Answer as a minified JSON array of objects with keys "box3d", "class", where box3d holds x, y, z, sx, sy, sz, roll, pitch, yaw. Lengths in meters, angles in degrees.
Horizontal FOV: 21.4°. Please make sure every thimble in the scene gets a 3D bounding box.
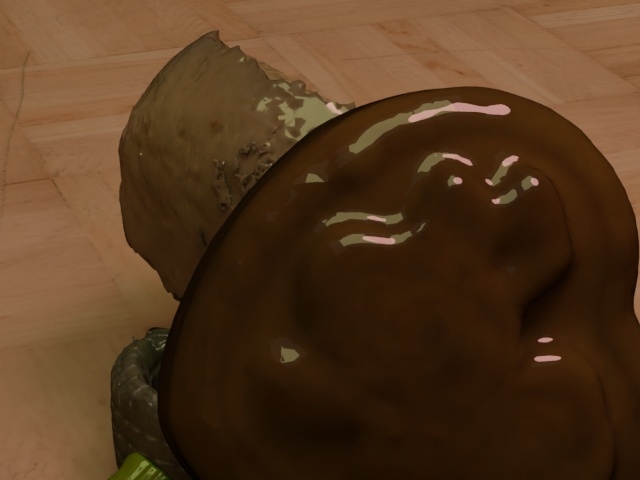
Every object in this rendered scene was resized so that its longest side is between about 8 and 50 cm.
[{"box3d":[-0.067,0.091,0.886,0.084,0.062,0.110,-8,27,-21],"class":"thimble"}]

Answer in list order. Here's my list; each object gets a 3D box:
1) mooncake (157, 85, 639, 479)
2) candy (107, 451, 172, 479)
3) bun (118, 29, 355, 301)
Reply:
[{"box3d":[0.039,0.053,0.762,0.234,0.235,0.117,-6,2,-13],"class":"mooncake"},{"box3d":[-0.051,0.180,0.663,0.246,0.069,0.149,27,62,36],"class":"candy"},{"box3d":[0.000,0.000,0.937,0.259,0.152,0.259,31,3,-2],"class":"bun"}]
